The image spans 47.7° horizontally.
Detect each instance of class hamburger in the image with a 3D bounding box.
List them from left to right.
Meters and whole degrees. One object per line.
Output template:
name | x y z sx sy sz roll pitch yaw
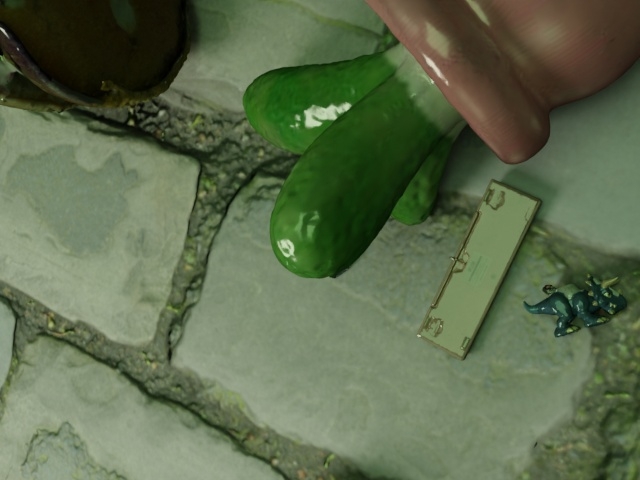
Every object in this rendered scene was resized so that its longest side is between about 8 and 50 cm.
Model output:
hamburger | -0.279 -0.282 0.789 0.195 0.277 0.318 0 64 23

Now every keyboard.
keyboard | 0.147 0.027 0.680 0.055 0.017 0.166 27 96 22

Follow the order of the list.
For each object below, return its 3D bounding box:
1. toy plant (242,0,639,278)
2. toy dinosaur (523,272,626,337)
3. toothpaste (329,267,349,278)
toy plant | 0.091 -0.152 0.639 0.356 0.210 0.317 -43 34 20
toy dinosaur | 0.221 0.055 0.629 0.083 0.030 0.047 -22 73 22
toothpaste | 0.000 0.000 0.756 0.020 0.017 0.083 -36 70 16
